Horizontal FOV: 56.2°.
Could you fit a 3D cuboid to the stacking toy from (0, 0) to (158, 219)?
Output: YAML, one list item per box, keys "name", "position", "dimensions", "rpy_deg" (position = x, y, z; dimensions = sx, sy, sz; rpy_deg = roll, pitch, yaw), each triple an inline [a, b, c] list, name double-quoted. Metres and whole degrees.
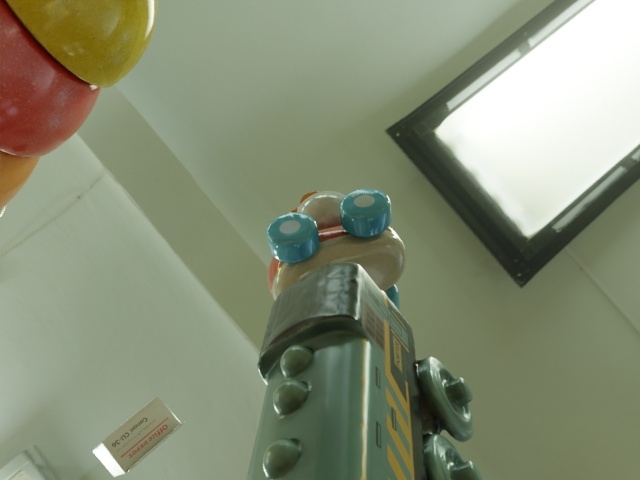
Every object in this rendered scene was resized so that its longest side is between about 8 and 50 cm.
- name: "stacking toy"
  position: [-0.287, -0.241, 0.592]
  dimensions: [0.479, 0.350, 0.351]
  rpy_deg: [-29, -97, 6]

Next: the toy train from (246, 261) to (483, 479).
- name: "toy train"
  position: [0.027, 0.163, 0.442]
  dimensions: [0.142, 0.334, 0.190]
  rpy_deg: [-31, -68, 22]

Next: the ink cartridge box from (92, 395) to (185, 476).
- name: "ink cartridge box"
  position: [-0.308, 0.329, 1.008]
  dimensions: [0.115, 0.198, 0.067]
  rpy_deg: [-39, -91, -34]

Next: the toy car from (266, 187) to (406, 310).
- name: "toy car"
  position: [0.000, 0.000, 0.951]
  dimensions: [0.210, 0.219, 0.238]
  rpy_deg: [-19, -141, -9]
